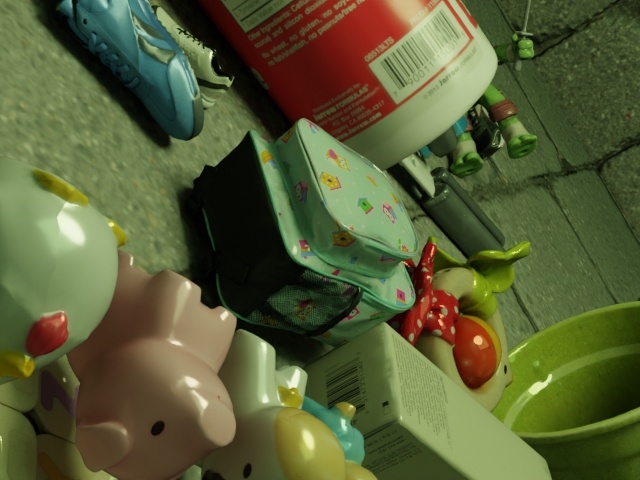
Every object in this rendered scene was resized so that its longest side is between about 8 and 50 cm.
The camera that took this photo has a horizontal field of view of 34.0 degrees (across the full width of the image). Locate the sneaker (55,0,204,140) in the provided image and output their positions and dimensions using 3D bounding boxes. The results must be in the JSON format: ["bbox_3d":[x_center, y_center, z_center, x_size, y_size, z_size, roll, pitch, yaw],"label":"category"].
[{"bbox_3d":[-0.173,-0.169,0.871,0.082,0.069,0.209,-34,103,-34],"label":"sneaker"}]

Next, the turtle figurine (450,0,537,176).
[{"bbox_3d":[0.226,-0.255,1.607,0.198,0.274,0.266,-8,68,-28],"label":"turtle figurine"}]

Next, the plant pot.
[{"bbox_3d":[0.346,0.245,1.179,0.253,0.276,0.276,65,21,-14],"label":"plant pot"}]

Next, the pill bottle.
[{"bbox_3d":[-0.012,-0.283,1.107,0.407,0.229,0.229,52,24,-15],"label":"pill bottle"}]

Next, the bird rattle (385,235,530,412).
[{"bbox_3d":[0.149,0.090,1.110,0.253,0.143,0.206,-25,99,-64],"label":"bird rattle"}]

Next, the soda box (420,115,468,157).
[{"bbox_3d":[0.127,-0.231,1.521,0.210,0.071,0.067,54,23,-10],"label":"soda box"}]

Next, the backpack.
[{"bbox_3d":[0.000,0.000,0.893,0.188,0.144,0.165,36,24,-48],"label":"backpack"}]

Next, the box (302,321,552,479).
[{"bbox_3d":[0.105,0.195,0.921,0.275,0.094,0.113,43,27,-33],"label":"box"}]

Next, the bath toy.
[{"bbox_3d":[-0.091,0.090,0.595,0.348,0.151,0.129,45,70,-46],"label":"bath toy"}]

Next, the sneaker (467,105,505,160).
[{"bbox_3d":[0.249,-0.207,1.766,0.077,0.072,0.178,25,30,-34],"label":"sneaker"}]

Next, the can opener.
[{"bbox_3d":[0.182,-0.073,1.407,0.283,0.095,0.076,44,27,-29],"label":"can opener"}]

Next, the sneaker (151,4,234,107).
[{"bbox_3d":[-0.123,-0.181,0.993,0.109,0.044,0.040,53,26,-9],"label":"sneaker"}]

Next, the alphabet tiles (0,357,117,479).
[{"bbox_3d":[-0.200,0.094,0.525,0.278,0.021,0.284,36,32,-41],"label":"alphabet tiles"}]
